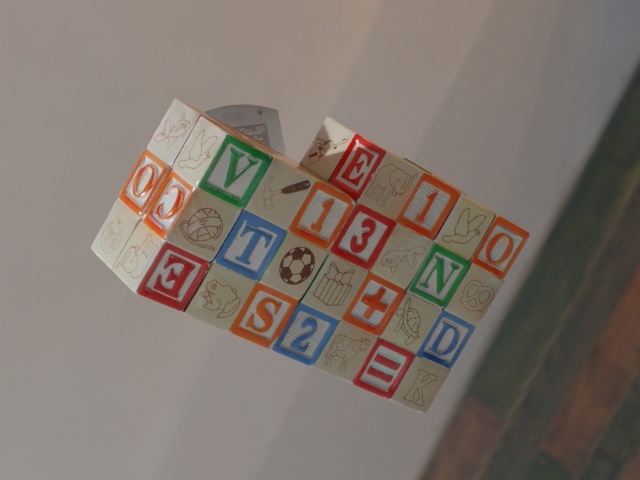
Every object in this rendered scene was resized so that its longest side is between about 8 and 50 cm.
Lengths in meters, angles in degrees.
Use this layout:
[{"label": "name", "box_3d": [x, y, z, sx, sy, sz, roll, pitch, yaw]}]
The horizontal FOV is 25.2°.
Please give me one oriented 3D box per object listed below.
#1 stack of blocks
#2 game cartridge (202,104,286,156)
[{"label": "stack of blocks", "box_3d": [0.000, 0.000, 1.084, 0.297, 0.087, 0.171, 26, -83, -37]}, {"label": "game cartridge", "box_3d": [-0.067, -0.077, 1.105, 0.083, 0.017, 0.056, -10, -86, -32]}]
